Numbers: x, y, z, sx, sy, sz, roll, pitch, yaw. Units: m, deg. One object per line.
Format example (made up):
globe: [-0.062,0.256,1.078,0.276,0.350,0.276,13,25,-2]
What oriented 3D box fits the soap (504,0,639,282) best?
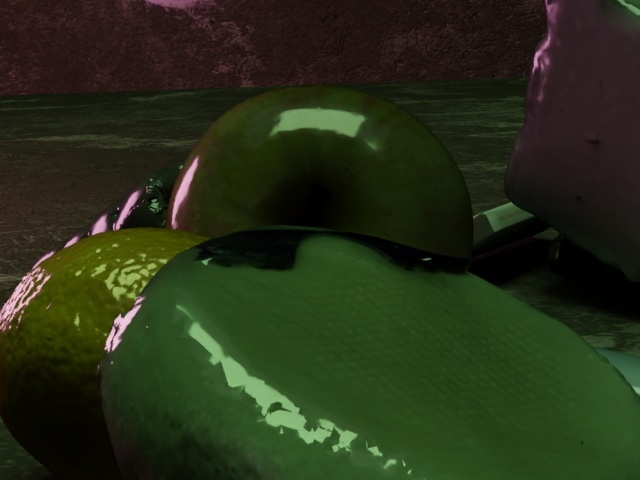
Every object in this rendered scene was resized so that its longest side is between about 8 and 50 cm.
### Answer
soap: [0.407,-0.133,1.441,0.435,0.350,0.213,-13,40,-36]

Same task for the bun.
bun: [0.023,0.126,0.759,0.293,0.187,0.293,15,26,-8]

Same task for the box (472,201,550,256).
box: [0.207,-0.019,1.568,0.220,0.032,0.122,-17,-13,-46]

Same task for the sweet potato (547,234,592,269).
sweet potato: [0.295,-0.006,1.572,0.054,0.053,0.182,41,30,12]

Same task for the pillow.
pillow: [-0.119,-0.018,1.439,0.228,0.101,0.326,-33,-9,38]

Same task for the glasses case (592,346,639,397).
glasses case: [0.201,0.106,1.094,0.178,0.045,0.067,10,18,43]

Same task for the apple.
apple: [0.000,0.000,1.202,0.256,0.257,0.234,-2,-12,3]

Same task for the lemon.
lemon: [-0.114,0.083,0.955,0.256,0.188,0.188,4,14,29]
